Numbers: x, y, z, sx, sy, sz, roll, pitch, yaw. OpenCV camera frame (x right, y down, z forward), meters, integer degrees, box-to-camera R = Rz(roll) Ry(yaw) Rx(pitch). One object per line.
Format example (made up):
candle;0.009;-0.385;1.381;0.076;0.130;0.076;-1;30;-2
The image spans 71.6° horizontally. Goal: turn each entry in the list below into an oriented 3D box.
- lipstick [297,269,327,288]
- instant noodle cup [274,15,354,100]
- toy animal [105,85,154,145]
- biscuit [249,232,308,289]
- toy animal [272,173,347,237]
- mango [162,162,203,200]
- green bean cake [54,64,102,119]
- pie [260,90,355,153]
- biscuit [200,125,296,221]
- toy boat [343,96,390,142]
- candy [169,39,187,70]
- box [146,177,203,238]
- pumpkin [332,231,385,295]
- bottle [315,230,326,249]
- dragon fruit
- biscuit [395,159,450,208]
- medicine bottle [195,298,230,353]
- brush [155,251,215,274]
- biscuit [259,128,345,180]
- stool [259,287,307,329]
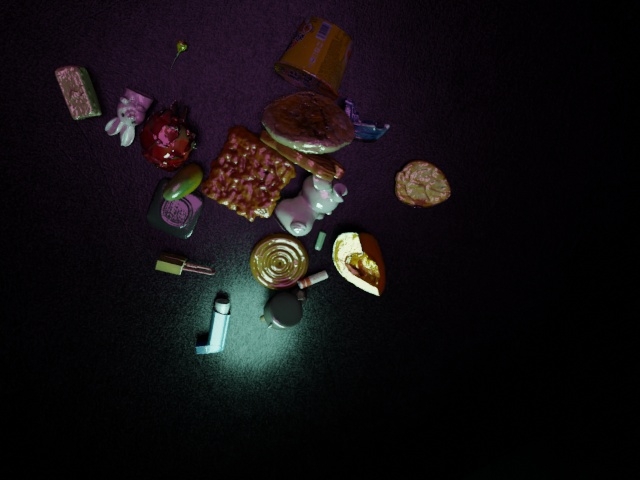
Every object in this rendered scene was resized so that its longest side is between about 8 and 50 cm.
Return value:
lipstick;-0.034;0.170;1.942;0.131;0.038;0.038;-22;109;-13
instant noodle cup;-0.014;-0.661;1.609;0.265;0.264;0.200;24;93;-14
toy animal;-0.711;-0.447;1.632;0.104;0.130;0.220;26;104;-29
biscuit;-0.176;0.094;1.914;0.262;0.037;0.261;-2;107;-7
toy animal;-0.032;-0.155;1.759;0.310;0.247;0.182;-35;96;16
mango;-0.524;-0.222;1.697;0.092;0.130;0.194;46;58;-10
green bean cake;-0.864;-0.529;1.591;0.085;0.109;0.179;-14;107;-4
pie;-0.039;-0.421;1.573;0.340;0.338;0.077;7;140;-10
biscuit;-0.278;-0.253;1.725;0.318;0.110;0.312;31;100;1
toy boat;0.120;-0.476;1.732;0.310;0.129;0.142;14;119;-6
candy;-0.530;-0.682;1.637;0.035;0.035;0.122;31;108;-12
box;-0.586;-0.125;1.787;0.201;0.042;0.212;24;101;-16
pumpkin;0.169;0.085;1.934;0.169;0.148;0.312;-9;108;37
bottle;0.000;0.000;1.913;0.031;0.030;0.083;15;105;-12
dragon fruit;-0.564;-0.380;1.638;0.193;0.192;0.273;-1;109;-30
biscuit;0.440;-0.234;1.903;0.260;0.041;0.202;17;100;-13
medicine bottle;-0.463;0.379;1.937;0.124;0.079;0.258;13;104;-11
brush;-0.550;0.109;1.833;0.234;0.103;0.047;15;107;-13
biscuit;-0.053;-0.325;1.654;0.351;0.312;0.057;39;111;27
stool;-0.152;0.304;1.921;0.228;0.139;0.153;-15;81;-34
